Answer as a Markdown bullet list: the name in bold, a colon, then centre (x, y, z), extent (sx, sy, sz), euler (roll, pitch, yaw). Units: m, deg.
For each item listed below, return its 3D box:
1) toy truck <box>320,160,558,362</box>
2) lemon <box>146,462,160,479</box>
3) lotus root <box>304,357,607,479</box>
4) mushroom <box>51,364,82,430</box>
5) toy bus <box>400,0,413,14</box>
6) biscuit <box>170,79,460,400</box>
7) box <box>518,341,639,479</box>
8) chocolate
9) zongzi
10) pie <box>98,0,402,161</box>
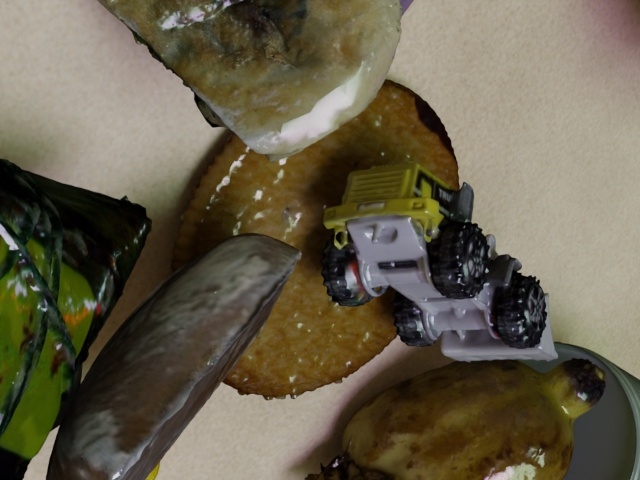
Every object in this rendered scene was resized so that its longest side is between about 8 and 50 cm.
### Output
- **toy truck**: centre (0.111, 0.028, 1.008), extent (0.286, 0.136, 0.111), euler (39, 55, -50)
- **lemon**: centre (-0.164, 0.182, 0.959), extent (0.092, 0.065, 0.065), euler (-42, 135, -11)
- **lotus root**: centre (0.138, 0.206, 1.145), extent (0.314, 0.169, 0.141), euler (-24, 164, 0)
- **mushroom**: centre (-0.281, 0.118, 0.787), extent (0.270, 0.103, 0.118), euler (-23, 172, -28)
- **toy bus**: centre (0.010, -0.191, 0.855), extent (0.199, 0.108, 0.096), euler (-54, 137, -2)
- **biscuit**: centre (0.000, 0.000, 1.013), extent (0.305, 0.038, 0.305), euler (-20, 124, -32)
- **box**: centre (0.263, 0.233, 1.246), extent (0.149, 0.226, 0.226), euler (29, 94, -47)
- **chocolate**: centre (-0.116, 0.090, 0.830), extent (0.254, 0.080, 0.157), euler (-52, 176, -35)
- **zongzi**: centre (-0.265, 0.095, 0.616), extent (0.383, 0.319, 0.362), euler (27, 69, -51)
- **pie**: centre (-0.041, -0.171, 0.778), extent (0.185, 0.218, 0.052), euler (-48, 174, -5)
